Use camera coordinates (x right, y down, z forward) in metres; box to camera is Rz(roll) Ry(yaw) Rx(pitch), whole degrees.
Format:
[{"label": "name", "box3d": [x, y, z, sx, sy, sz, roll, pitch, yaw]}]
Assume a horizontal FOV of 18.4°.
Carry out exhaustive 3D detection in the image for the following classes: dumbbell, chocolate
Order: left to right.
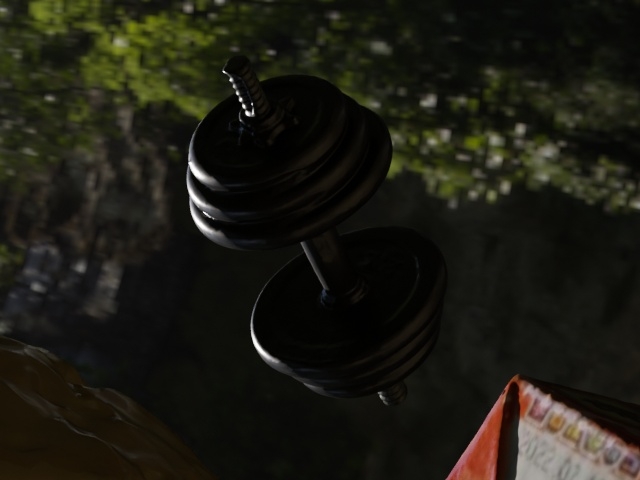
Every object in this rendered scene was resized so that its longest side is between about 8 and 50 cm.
[{"label": "dumbbell", "box3d": [0.000, 0.000, 0.914, 0.099, 0.099, 0.208, -42, -51, -22]}, {"label": "chocolate", "box3d": [0.241, 0.182, 1.283, 0.237, 0.235, 0.108, 17, -84, -27]}]

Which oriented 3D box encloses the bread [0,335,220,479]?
[{"label": "bread", "box3d": [-0.094, 0.126, 0.440, 0.134, 0.244, 0.244, -38, -56, -67]}]
